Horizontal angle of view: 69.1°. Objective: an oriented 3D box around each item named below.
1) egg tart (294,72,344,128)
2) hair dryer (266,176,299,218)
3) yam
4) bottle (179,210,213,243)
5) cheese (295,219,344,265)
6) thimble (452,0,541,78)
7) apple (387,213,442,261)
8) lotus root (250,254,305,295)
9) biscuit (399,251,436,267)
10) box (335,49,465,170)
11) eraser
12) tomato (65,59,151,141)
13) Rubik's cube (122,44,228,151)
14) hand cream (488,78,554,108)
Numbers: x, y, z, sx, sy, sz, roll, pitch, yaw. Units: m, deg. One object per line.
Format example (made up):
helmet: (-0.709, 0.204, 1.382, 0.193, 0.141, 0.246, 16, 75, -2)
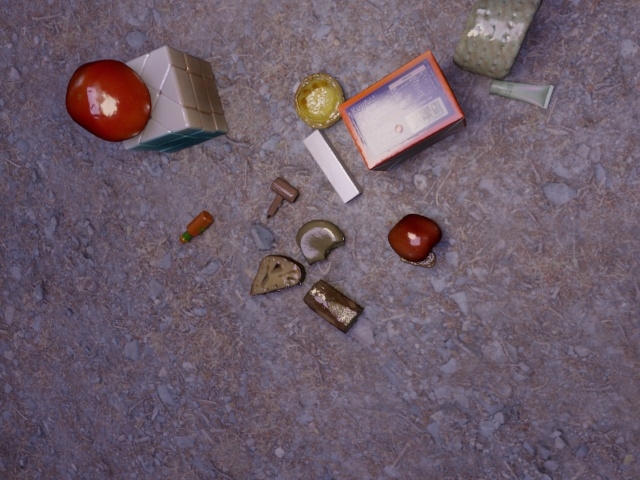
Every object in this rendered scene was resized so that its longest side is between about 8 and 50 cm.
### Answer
egg tart: (-0.001, -0.540, 1.806, 0.212, 0.090, 0.213, 4, 102, 19)
hair dryer: (-0.174, -0.161, 1.943, 0.117, 0.064, 0.182, 37, 115, 8)
yam: (0.048, 0.263, 1.899, 0.238, 0.129, 0.128, 37, 143, 10)
bottle: (-0.562, -0.053, 2.079, 0.187, 0.069, 0.069, -39, 85, 21)
cheese: (0.000, 0.000, 1.889, 0.202, 0.091, 0.176, -19, 94, 20)
thimble: (0.569, -0.675, 1.510, 0.195, 0.291, 0.292, 25, 105, 12)
apple: (0.351, -0.012, 1.727, 0.168, 0.181, 0.181, 44, 109, 15)
lotus root: (-0.191, 0.143, 1.983, 0.260, 0.074, 0.171, -9, 95, 21)
biscuit: (0.378, 0.064, 1.813, 0.147, 0.018, 0.071, 14, 103, 14)
box: (0.288, -0.431, 1.607, 0.348, 0.318, 0.257, -27, 90, 21)
eraser: (0.051, -0.291, 1.834, 0.078, 0.076, 0.298, -34, 87, 19)
tomato: (-0.770, -0.497, 1.663, 0.298, 0.226, 0.299, 4, 103, 18)
Rubik's cube: (-0.614, -0.553, 1.888, 0.321, 0.316, 0.319, -13, 94, 18)
hand cream: (0.689, -0.514, 1.607, 0.204, 0.050, 0.078, 15, 103, 11)
